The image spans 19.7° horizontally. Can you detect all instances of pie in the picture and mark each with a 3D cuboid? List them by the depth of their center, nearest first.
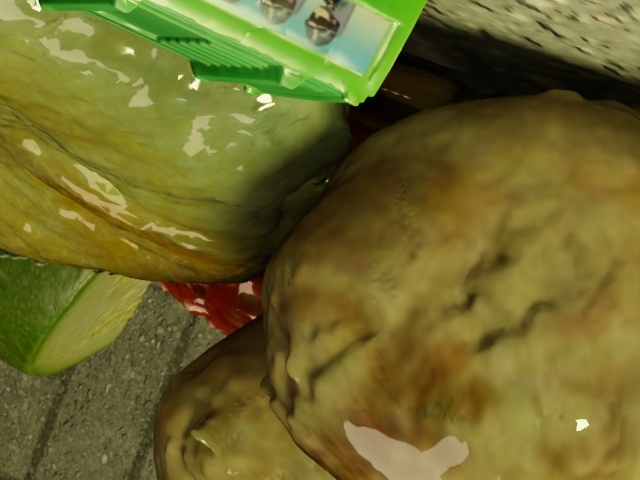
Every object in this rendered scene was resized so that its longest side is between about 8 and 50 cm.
[{"bbox_3d":[-0.129,-0.066,0.624,0.306,0.071,0.306,20,161,7],"label":"pie"}]

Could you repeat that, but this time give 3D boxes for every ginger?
[{"bbox_3d":[0.075,0.046,0.610,0.244,0.155,0.304,4,164,-10],"label":"ginger"}]

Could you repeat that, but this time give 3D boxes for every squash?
[{"bbox_3d":[-0.138,0.030,1.103,0.288,0.111,0.203,16,134,52],"label":"squash"}]

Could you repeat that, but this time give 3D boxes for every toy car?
[{"bbox_3d":[-0.050,-0.083,0.402,0.165,0.062,0.071,23,174,-30],"label":"toy car"}]

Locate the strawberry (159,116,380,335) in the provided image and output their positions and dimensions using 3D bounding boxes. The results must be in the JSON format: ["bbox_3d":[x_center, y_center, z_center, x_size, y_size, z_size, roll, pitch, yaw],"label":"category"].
[{"bbox_3d":[-0.004,-0.002,0.811,0.175,0.107,0.236,24,173,-40],"label":"strawberry"}]

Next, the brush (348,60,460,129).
[{"bbox_3d":[-0.112,-0.101,0.662,0.336,0.020,0.085,21,173,-1],"label":"brush"}]
